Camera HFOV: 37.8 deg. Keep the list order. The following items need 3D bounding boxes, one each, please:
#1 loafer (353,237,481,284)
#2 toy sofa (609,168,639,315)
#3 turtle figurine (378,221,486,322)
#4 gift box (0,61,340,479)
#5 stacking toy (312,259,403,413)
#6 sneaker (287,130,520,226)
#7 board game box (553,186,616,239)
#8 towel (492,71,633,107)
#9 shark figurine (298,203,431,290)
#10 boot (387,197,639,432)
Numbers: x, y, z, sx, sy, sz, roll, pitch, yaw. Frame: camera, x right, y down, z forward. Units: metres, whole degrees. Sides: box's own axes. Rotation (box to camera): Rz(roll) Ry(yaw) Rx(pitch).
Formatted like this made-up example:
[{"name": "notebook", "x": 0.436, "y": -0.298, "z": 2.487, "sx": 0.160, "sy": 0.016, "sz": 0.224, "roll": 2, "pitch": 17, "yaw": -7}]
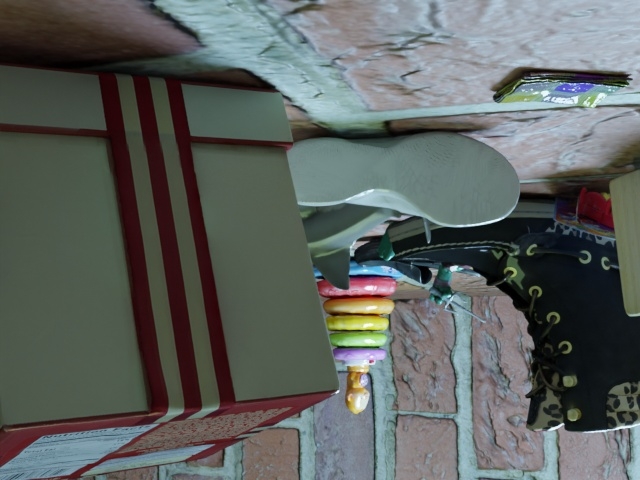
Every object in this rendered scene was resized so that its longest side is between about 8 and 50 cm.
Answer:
[{"name": "loafer", "x": 0.154, "y": 0.031, "z": 1.484, "sx": 0.223, "sy": 0.078, "sz": 0.076, "roll": -5, "pitch": 171, "yaw": 30}, {"name": "toy sofa", "x": 0.491, "y": -0.004, "z": 0.957, "sx": 0.363, "sy": 0.150, "sz": 0.177, "roll": 3, "pitch": 167, "yaw": -27}, {"name": "turtle figurine", "x": 0.211, "y": 0.031, "z": 1.349, "sx": 0.234, "sy": 0.118, "sz": 0.175, "roll": 20, "pitch": 149, "yaw": -27}, {"name": "gift box", "x": -0.173, "y": 0.027, "z": 0.664, "sx": 0.255, "sy": 0.258, "sz": 0.276, "roll": 2, "pitch": 157, "yaw": -38}, {"name": "stacking toy", "x": 0.072, "y": 0.190, "z": 1.853, "sx": 0.166, "sy": 0.301, "sz": 0.175, "roll": -5, "pitch": 171, "yaw": 34}, {"name": "sneaker", "x": 0.066, "y": -0.059, "z": 0.829, "sx": 0.212, "sy": 0.080, "sz": 0.094, "roll": 7, "pitch": -176, "yaw": -5}, {"name": "board game box", "x": 0.334, "y": -0.037, "z": 1.055, "sx": 0.133, "sy": 0.033, "sz": 0.168, "roll": 13, "pitch": -161, "yaw": 12}, {"name": "towel", "x": 0.169, "y": -0.105, "z": 0.661, "sx": 0.083, "sy": 0.009, "sz": 0.060, "roll": 1, "pitch": 172, "yaw": -13}, {"name": "shark figurine", "x": 0.029, "y": -0.005, "z": 1.015, "sx": 0.278, "sy": 0.116, "sz": 0.166, "roll": -14, "pitch": 175, "yaw": 37}, {"name": "boot", "x": 0.274, "y": 0.095, "z": 1.170, "sx": 0.378, "sy": 0.284, "sz": 0.138, "roll": 0, "pitch": 174, "yaw": -18}]
